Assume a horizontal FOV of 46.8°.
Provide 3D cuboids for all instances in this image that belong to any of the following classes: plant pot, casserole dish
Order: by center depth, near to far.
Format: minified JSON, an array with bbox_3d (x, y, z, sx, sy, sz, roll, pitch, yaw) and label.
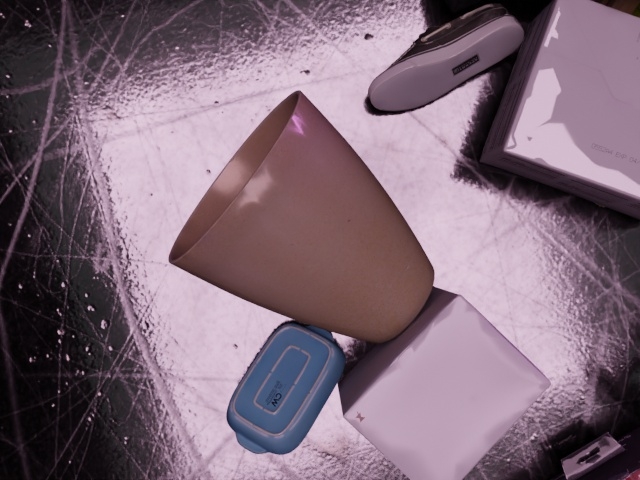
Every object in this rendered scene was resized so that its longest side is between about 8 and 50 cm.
[{"bbox_3d":[0.000,0.000,0.917,0.274,0.256,0.256,37,89,-16],"label":"plant pot"},{"bbox_3d":[-0.047,0.185,0.957,0.114,0.037,0.188,25,67,21],"label":"casserole dish"}]

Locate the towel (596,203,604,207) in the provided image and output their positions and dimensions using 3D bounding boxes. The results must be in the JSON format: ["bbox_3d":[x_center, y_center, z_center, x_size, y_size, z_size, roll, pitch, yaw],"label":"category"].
[{"bbox_3d":[0.374,-0.129,1.012,0.110,0.027,0.148,-41,91,-1],"label":"towel"}]

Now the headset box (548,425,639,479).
[{"bbox_3d":[0.420,0.396,0.963,0.218,0.110,0.293,-31,90,-2],"label":"headset box"}]

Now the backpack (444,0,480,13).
[{"bbox_3d":[0.320,-0.476,0.925,0.356,0.273,0.290,-9,83,-13],"label":"backpack"}]

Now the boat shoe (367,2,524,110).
[{"bbox_3d":[0.160,-0.247,0.994,0.219,0.078,0.070,-25,55,2],"label":"boat shoe"}]

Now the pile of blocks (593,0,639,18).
[{"bbox_3d":[0.365,-0.304,0.877,0.362,0.149,0.112,6,57,-36],"label":"pile of blocks"}]

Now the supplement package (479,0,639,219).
[{"bbox_3d":[0.368,-0.155,0.925,0.262,0.145,0.204,20,91,-1],"label":"supplement package"}]

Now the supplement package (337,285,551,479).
[{"bbox_3d":[0.141,0.178,0.917,0.149,0.203,0.194,44,89,0],"label":"supplement package"}]
